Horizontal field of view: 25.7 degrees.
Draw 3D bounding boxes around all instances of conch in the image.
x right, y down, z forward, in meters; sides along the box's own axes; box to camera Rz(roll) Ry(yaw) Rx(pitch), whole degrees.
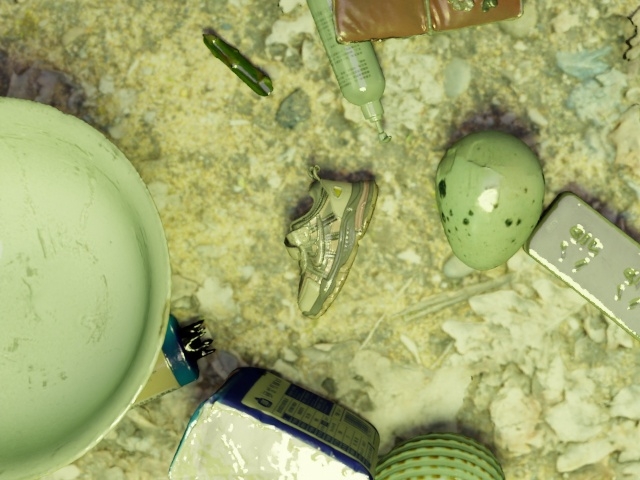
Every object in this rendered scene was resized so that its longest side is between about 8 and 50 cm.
[{"bbox_3d":[0.122,0.292,1.616,0.172,0.200,0.131,-8,94,26],"label":"conch"}]

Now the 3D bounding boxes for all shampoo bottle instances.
[{"bbox_3d":[0.041,-0.205,1.651,0.056,0.056,0.195,-20,93,5],"label":"shampoo bottle"},{"bbox_3d":[-0.214,0.151,1.691,0.183,0.050,0.087,-24,87,5],"label":"shampoo bottle"}]

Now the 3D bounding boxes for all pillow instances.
[{"bbox_3d":[0.120,-0.299,1.625,0.232,0.043,0.126,-10,91,-12],"label":"pillow"}]

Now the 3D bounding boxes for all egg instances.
[{"bbox_3d":[0.190,-0.046,1.616,0.131,0.131,0.164,11,101,3],"label":"egg"}]

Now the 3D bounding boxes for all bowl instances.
[{"bbox_3d":[-0.353,0.067,1.604,0.435,0.196,0.435,-2,80,9],"label":"bowl"}]

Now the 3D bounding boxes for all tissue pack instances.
[{"bbox_3d":[-0.046,0.246,1.577,0.209,0.270,0.137,24,94,1],"label":"tissue pack"}]

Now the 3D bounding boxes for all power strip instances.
[{"bbox_3d":[0.373,0.060,1.649,0.288,0.053,0.093,37,96,1],"label":"power strip"}]

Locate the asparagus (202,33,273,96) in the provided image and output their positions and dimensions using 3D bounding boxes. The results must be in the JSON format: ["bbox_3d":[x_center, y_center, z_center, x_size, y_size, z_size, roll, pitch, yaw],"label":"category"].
[{"bbox_3d":[-0.099,-0.212,1.676,0.108,0.021,0.025,41,91,1],"label":"asparagus"}]

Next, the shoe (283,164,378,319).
[{"bbox_3d":[0.000,0.000,1.650,0.092,0.089,0.180,23,92,1],"label":"shoe"}]
